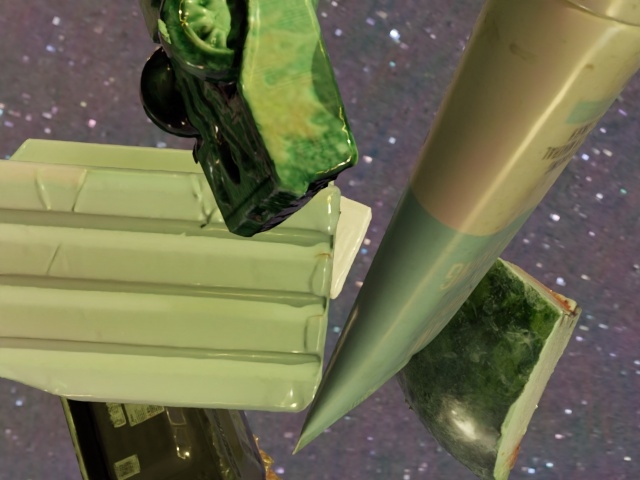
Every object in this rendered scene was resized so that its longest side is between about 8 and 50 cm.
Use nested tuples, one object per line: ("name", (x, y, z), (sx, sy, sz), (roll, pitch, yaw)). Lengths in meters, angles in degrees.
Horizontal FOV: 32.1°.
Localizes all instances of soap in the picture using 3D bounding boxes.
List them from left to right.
("soap", (-0.164, 0.029, 0.952), (0.115, 0.347, 0.208), (-103, -163, -71))

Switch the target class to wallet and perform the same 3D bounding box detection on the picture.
("wallet", (0.000, 0.000, 1.765), (0.124, 0.032, 0.183), (22, -121, 5))

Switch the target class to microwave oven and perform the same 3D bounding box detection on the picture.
("microwave oven", (-0.168, 0.266, 1.337), (0.181, 0.237, 0.295), (-25, -122, 1))

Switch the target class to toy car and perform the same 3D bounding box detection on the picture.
("toy car", (-0.061, -0.165, 0.533), (0.141, 0.097, 0.320), (149, -77, -74))

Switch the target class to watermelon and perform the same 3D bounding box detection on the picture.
("watermelon", (0.186, 0.109, 1.281), (0.289, 0.214, 0.319), (42, -34, 46))

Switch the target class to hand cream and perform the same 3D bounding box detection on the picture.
("hand cream", (0.071, -0.021, 0.497), (0.070, 0.111, 0.312), (36, -50, 18))

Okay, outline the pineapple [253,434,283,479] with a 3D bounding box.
("pineapple", (-0.136, 0.424, 1.590), (0.223, 0.223, 0.357), (-57, -151, 13))
